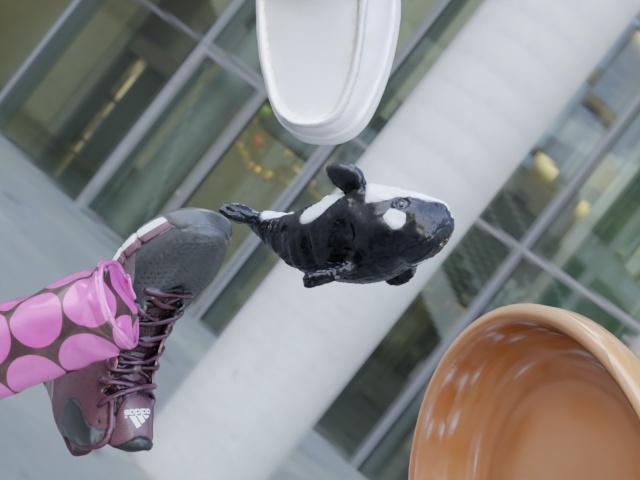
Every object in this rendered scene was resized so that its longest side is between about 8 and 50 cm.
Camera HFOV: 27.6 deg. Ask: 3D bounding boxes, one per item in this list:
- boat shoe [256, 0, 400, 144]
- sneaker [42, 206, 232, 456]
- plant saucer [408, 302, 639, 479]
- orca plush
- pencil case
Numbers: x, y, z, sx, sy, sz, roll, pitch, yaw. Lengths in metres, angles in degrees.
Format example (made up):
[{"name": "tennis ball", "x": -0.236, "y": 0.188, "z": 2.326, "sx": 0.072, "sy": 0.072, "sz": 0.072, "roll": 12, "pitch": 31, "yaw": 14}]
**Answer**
[{"name": "boat shoe", "x": -0.007, "y": -0.199, "z": 0.803, "sx": 0.098, "sy": 0.277, "sz": 0.096, "roll": 2, "pitch": 1, "yaw": 20}, {"name": "sneaker", "x": -0.160, "y": 0.107, "z": 1.214, "sx": 0.106, "sy": 0.281, "sz": 0.163, "roll": 14, "pitch": 43, "yaw": -39}, {"name": "plant saucer", "x": 0.098, "y": 0.125, "z": 0.529, "sx": 0.037, "sy": 0.200, "sz": 0.200, "roll": 0, "pitch": 18, "yaw": -26}, {"name": "orca plush", "x": 0.000, "y": 0.000, "z": 1.366, "sx": 0.287, "sy": 0.102, "sz": 0.151, "roll": 14, "pitch": -47, "yaw": 34}, {"name": "pencil case", "x": -0.256, "y": 0.083, "z": 1.148, "sx": 0.098, "sy": 0.209, "sz": 0.095, "roll": -44, "pitch": 115, "yaw": -73}]
